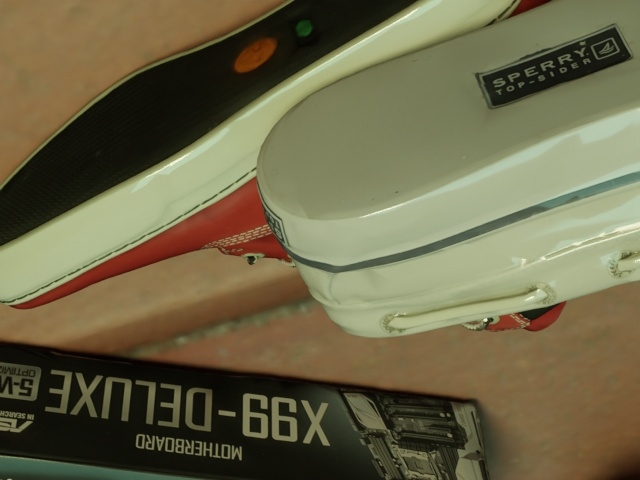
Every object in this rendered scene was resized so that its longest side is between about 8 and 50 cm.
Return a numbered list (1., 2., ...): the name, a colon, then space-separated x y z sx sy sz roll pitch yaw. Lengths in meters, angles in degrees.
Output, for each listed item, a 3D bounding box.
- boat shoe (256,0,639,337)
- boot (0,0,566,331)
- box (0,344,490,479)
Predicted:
1. boat shoe: 0.116 -0.031 0.527 0.267 0.096 0.088 -20 133 4
2. boot: 0.000 0.000 0.625 0.244 0.088 0.176 -26 124 12
3. box: -0.098 0.167 0.747 0.307 0.076 0.242 8 126 -8
